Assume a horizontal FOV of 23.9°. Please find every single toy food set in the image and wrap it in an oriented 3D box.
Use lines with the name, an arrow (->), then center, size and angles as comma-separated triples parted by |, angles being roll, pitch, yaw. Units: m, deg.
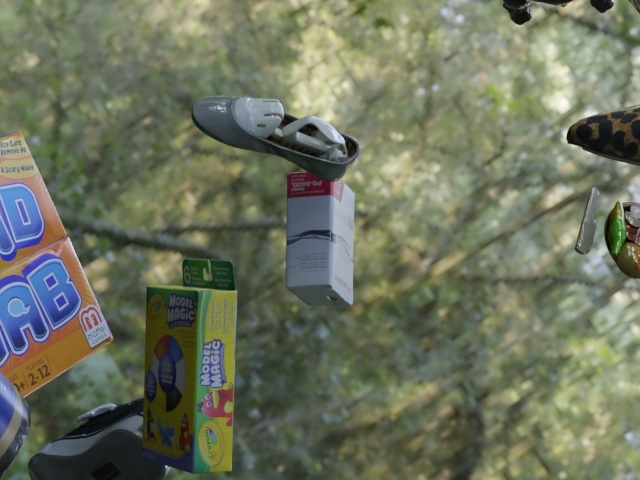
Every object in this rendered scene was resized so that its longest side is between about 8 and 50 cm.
toy food set -> 0.468, 0.002, 2.196 | 0.192, 0.132, 0.038 | 26, -30, -15

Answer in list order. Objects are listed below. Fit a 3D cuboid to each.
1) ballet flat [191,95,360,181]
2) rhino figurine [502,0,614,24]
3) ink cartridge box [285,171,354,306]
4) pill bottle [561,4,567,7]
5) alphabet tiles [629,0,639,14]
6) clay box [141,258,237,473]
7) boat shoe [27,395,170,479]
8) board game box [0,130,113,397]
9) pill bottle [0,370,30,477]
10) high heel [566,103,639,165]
ballet flat -> -0.047, -0.132, 1.760 | 0.213, 0.068, 0.072 | 21, 47, -29
rhino figurine -> 0.312, -0.310, 1.740 | 0.106, 0.243, 0.073 | 28, 60, -57
ink cartridge box -> 0.000, 0.000, 1.891 | 0.109, 0.063, 0.150 | 44, 46, -68
pill bottle -> 0.326, -0.446, 2.313 | 0.187, 0.112, 0.112 | 39, -6, -2
alphabet tiles -> 0.380, -0.394, 2.048 | 0.198, 0.009, 0.237 | 47, 13, -44
clay box -> -0.142, 0.130, 1.623 | 0.127, 0.053, 0.222 | 0, -91, 58
boat shoe -> -0.248, 0.248, 1.828 | 0.113, 0.105, 0.306 | 47, -40, -5
board game box -> -0.601, 0.093, 2.243 | 0.356, 0.356, 0.356 | -34, 103, -59
pill bottle -> -0.328, 0.096, 1.153 | 0.219, 0.123, 0.123 | 57, -5, -36
high heel -> 0.322, -0.152, 1.187 | 0.093, 0.261, 0.186 | -69, 155, -68
